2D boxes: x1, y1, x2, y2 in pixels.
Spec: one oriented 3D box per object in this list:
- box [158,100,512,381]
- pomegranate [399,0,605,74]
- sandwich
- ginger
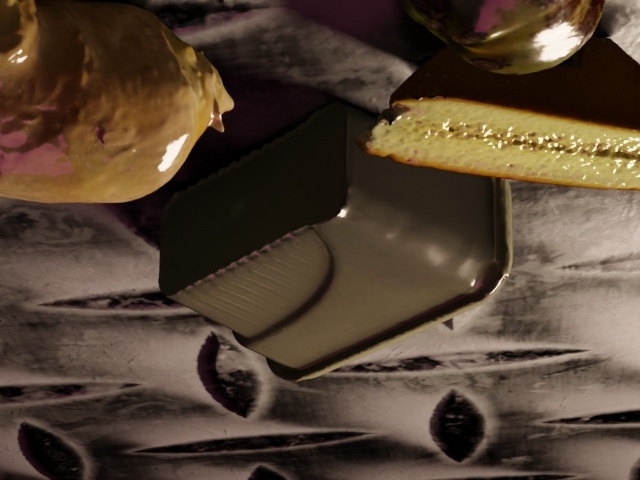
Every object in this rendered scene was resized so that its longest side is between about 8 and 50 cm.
[{"bbox_3d":[0.000,0.000,1.379,0.178,0.138,0.274,25,142,-37],"label":"box"},{"bbox_3d":[0.122,-0.166,0.987,0.163,0.125,0.138,-16,139,29],"label":"pomegranate"},{"bbox_3d":[0.149,-0.098,1.214,0.244,0.088,0.090,8,146,-15],"label":"sandwich"},{"bbox_3d":[-0.179,-0.100,1.094,0.267,0.138,0.152,19,123,-39],"label":"ginger"}]
